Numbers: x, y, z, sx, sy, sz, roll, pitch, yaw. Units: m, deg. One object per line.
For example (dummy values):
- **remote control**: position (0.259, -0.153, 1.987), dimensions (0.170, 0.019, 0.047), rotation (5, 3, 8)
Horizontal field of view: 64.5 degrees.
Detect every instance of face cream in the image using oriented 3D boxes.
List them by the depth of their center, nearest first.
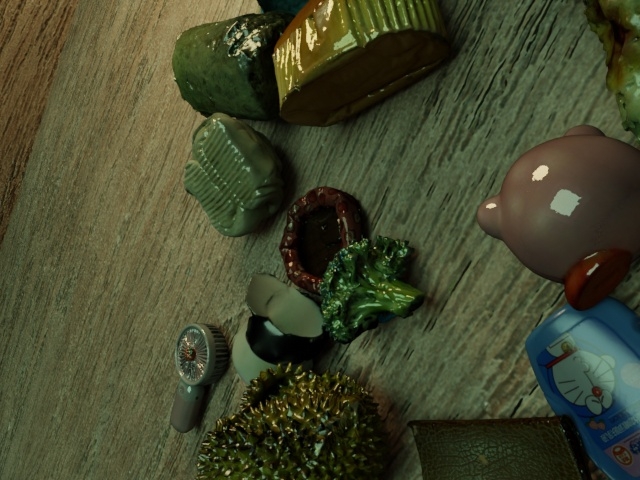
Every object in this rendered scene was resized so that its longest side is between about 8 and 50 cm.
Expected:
- **face cream**: position (0.334, 0.188, 0.526), dimensions (0.264, 0.083, 0.149), rotation (58, 132, 32)

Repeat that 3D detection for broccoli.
- **broccoli**: position (0.079, 0.074, 0.748), dimensions (0.160, 0.167, 0.154), rotation (26, 126, 42)

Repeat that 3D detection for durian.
- **durian**: position (-0.045, 0.313, 0.735), dimensions (0.293, 0.258, 0.258), rotation (-7, 74, -2)

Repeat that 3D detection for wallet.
- **wallet**: position (0.215, 0.283, 0.623), dimensions (0.243, 0.039, 0.132), rotation (-30, 71, 51)

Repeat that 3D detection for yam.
- **yam**: position (-0.153, -0.335, 0.999), dimensions (0.300, 0.195, 0.195), rotation (15, 94, 45)

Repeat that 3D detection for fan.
- **fan**: position (-0.271, 0.296, 1.086), dimensions (0.130, 0.074, 0.244), rotation (23, 100, 42)

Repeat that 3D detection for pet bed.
- **pet bed**: position (0.000, 0.000, 0.891), dimensions (0.201, 0.054, 0.201), rotation (-18, 65, 44)

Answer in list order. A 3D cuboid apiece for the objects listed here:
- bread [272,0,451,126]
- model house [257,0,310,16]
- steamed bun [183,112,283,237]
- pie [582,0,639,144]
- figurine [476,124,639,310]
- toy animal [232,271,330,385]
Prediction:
- **bread**: position (0.045, -0.307, 0.796), dimensions (0.288, 0.204, 0.156), rotation (-27, 72, 43)
- **model house**: position (-0.125, -0.560, 1.015), dimensions (0.241, 0.226, 0.261), rotation (117, 141, -57)
- **steamed bun**: position (-0.159, -0.135, 1.008), dimensions (0.218, 0.144, 0.211), rotation (51, 130, 2)
- **pie**: position (0.436, -0.257, 0.446), dimensions (0.395, 0.180, 0.418), rotation (-38, 67, 33)
- **figurine**: position (0.279, -0.035, 0.557), dimensions (0.173, 0.173, 0.173), rotation (-8, 78, 42)
- **toy animal**: position (-0.079, 0.170, 0.887), dimensions (0.166, 0.138, 0.179), rotation (44, 122, 31)
